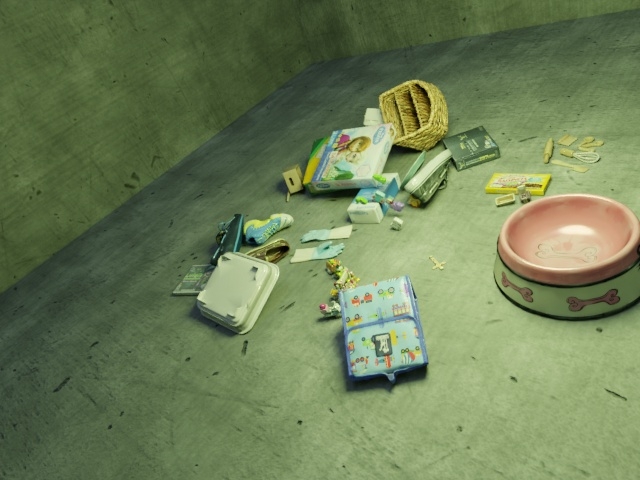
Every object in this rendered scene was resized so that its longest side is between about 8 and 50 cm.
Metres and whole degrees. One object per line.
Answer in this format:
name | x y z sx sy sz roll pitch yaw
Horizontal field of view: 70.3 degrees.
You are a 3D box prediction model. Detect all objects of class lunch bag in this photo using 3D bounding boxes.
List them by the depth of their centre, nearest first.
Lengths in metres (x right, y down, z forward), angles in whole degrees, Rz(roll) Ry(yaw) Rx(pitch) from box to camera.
lunch bag | 0.183 0.272 1.307 0.221 0.138 0.293 -15 47 13

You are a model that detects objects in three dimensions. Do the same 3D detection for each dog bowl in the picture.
dog bowl | 0.691 0.021 1.273 0.408 0.150 0.408 -17 34 12

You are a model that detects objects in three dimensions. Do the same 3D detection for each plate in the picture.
plate | 0.394 -0.291 1.911 0.024 0.188 0.188 35 58 8

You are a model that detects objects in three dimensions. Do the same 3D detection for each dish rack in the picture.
dish rack | -0.329 0.177 1.713 0.333 0.072 0.285 14 70 42

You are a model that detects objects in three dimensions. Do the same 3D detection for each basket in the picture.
basket | 0.429 -0.589 2.076 0.213 0.223 0.299 -43 47 52

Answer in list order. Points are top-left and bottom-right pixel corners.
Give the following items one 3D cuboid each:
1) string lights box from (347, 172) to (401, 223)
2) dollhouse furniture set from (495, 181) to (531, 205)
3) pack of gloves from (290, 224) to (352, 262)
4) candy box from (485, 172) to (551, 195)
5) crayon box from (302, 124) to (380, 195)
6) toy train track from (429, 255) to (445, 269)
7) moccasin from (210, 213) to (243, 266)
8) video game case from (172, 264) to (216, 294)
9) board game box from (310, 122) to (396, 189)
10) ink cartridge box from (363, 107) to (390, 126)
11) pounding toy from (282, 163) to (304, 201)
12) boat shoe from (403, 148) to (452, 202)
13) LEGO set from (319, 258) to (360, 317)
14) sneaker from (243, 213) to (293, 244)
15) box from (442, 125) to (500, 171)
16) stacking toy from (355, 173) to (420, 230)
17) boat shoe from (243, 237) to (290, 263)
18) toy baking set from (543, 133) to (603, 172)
string lights box | 0.231 -0.182 1.919 0.133 0.077 0.259 3 42 36
dollhouse furniture set | 0.665 -0.150 1.582 0.114 0.081 0.091 -16 47 28
pack of gloves | 0.000 0.000 1.849 0.232 0.046 0.195 -8 38 24
candy box | 0.729 -0.209 1.678 0.206 0.027 0.105 8 43 40
crayon box | 0.120 -0.388 2.201 0.363 0.106 0.313 -8 49 25
toy train track | 0.388 0.071 1.524 0.048 0.014 0.083 -27 33 -3
moccasin | -0.416 -0.014 2.037 0.117 0.138 0.342 4 35 -1
video game case | -0.527 0.169 1.979 0.190 0.022 0.173 -5 38 28
board game box | 0.148 -0.373 2.037 0.318 0.066 0.318 1 58 36
ink cartridge box | 0.350 -0.602 2.304 0.218 0.092 0.158 1 13 -40
pounding toy | -0.140 -0.290 2.283 0.100 0.141 0.130 -18 19 11
boat shoe | 0.456 -0.254 1.843 0.335 0.119 0.121 -42 2 -35
LEGO set | 0.063 0.128 1.572 0.132 0.107 0.287 -15 35 15
sneaker | -0.233 -0.039 2.040 0.240 0.091 0.126 -13 54 18
box | 0.648 -0.402 1.967 0.183 0.059 0.232 -18 33 13
stacking toy | 0.265 -0.154 1.792 0.221 0.052 0.167 32 57 12
boat shoe | -0.237 0.075 1.848 0.257 0.095 0.095 -36 29 -16
toy baking set | 0.944 -0.338 1.711 0.197 0.030 0.256 5 44 37
